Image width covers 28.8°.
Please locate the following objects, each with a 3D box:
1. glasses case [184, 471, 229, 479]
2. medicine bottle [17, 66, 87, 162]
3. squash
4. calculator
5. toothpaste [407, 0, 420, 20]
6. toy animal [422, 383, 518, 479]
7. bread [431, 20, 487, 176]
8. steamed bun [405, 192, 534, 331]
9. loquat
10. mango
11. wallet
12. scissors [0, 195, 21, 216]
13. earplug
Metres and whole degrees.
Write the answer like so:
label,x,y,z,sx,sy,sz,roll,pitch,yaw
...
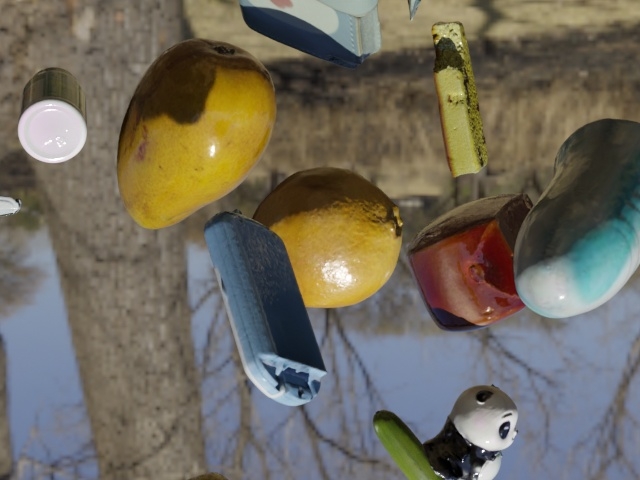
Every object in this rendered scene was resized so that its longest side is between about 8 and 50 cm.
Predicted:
label,x,y,z,sx,sy,sz,roll,pitch,yaw
glasses case,-0.158,0.591,2.167,0.141,0.371,0.173,-17,-178,3
medicine bottle,-0.533,-0.260,2.491,0.133,0.133,0.274,0,-157,-10
squash,0.189,0.441,2.478,0.066,0.252,0.066,-37,179,-1
calculator,-0.053,0.060,1.205,0.039,0.210,0.121,-28,155,19
toothpaste,0.167,-0.446,2.020,0.037,0.062,0.216,5,149,-8
toy animal,0.289,0.356,2.293,0.138,0.179,0.166,36,-172,14
bread,0.202,-0.211,1.838,0.049,0.226,0.088,-7,-170,22
steamed bun,0.309,0.047,2.498,0.248,0.235,0.379,-25,-177,25
loquat,0.000,0.000,1.676,0.234,0.187,0.176,-6,147,29
mango,-0.224,-0.178,2.109,0.221,0.264,0.378,6,137,-39
wallet,-0.029,-0.396,1.702,0.252,0.083,0.360,27,154,22
scissors,-0.503,-0.042,1.667,0.204,0.101,0.027,-1,-170,1
earplug,0.321,-0.008,1.530,0.185,0.185,0.324,3,-153,31
